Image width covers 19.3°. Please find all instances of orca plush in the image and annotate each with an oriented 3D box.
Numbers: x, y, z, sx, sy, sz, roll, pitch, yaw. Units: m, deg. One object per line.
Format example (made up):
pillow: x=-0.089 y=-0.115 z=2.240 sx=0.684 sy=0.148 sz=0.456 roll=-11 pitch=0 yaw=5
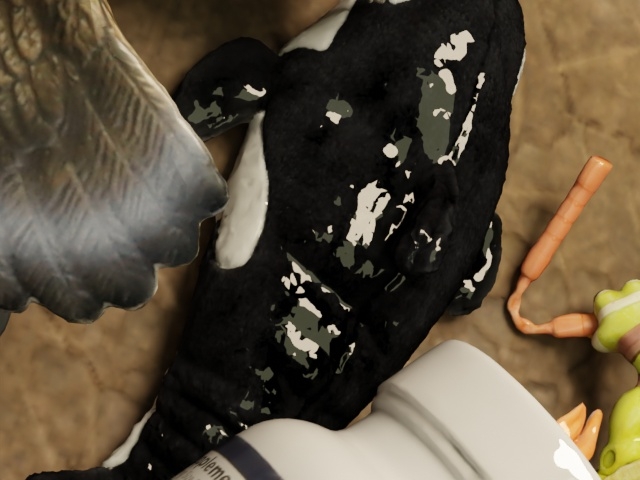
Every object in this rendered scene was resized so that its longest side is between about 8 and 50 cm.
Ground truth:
orca plush: x=0.000 y=0.000 z=0.699 sx=0.287 sy=0.102 sz=0.151 roll=-43 pitch=103 yaw=-19

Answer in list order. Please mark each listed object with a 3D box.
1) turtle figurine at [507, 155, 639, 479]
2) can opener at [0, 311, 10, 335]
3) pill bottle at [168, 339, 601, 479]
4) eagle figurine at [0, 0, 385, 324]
turtle figurine: x=0.147 y=0.115 z=0.764 sx=0.217 sy=0.087 sz=0.270 roll=20 pitch=79 yaw=-21
can opener: x=-0.208 y=-0.059 z=0.625 sx=0.280 sy=0.093 sz=0.074 roll=39 pitch=72 yaw=-22
pill bottle: x=-0.026 y=0.155 z=0.631 sx=0.264 sy=0.153 sz=0.153 roll=-33 pitch=100 yaw=-12
eagle figurine: x=-0.093 y=-0.148 z=0.587 sx=0.226 sy=0.298 sz=0.225 roll=-15 pitch=51 yaw=-5
